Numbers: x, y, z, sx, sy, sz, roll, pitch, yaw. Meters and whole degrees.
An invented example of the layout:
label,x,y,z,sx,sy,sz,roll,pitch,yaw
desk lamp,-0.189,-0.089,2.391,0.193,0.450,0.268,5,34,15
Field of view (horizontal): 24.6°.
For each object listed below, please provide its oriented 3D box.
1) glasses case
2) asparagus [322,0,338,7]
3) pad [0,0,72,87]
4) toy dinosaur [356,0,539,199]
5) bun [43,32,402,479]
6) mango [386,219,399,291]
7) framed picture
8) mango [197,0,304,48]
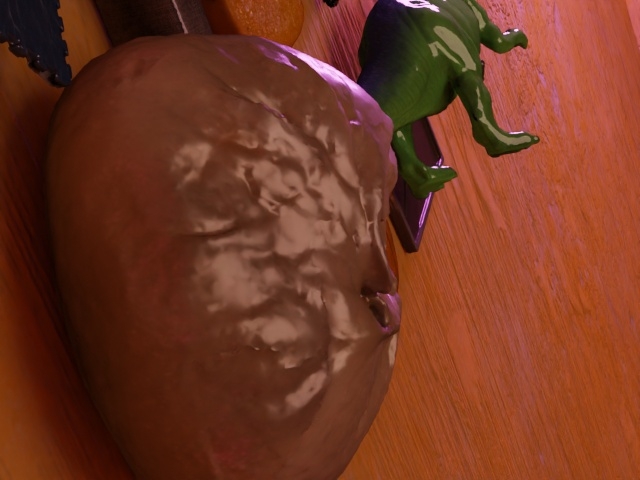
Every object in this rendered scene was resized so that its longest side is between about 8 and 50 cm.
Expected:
label,x,y,z,sx,sy,sz,roll,pitch,yaw
glasses case,-0.147,-0.221,1.106,0.047,0.071,0.204,-52,126,-57
asparagus,0.006,-0.321,1.544,0.030,0.036,0.165,115,-31,-76
pad,-0.247,-0.254,0.906,0.269,0.012,0.269,37,34,-56
toy dinosaur,0.072,-0.245,1.536,0.500,0.144,0.374,14,59,-54
bun,-0.046,0.012,1.041,0.361,0.213,0.361,-11,90,-69
mango,0.000,0.000,1.285,0.147,0.109,0.227,8,70,-40
framed picture,0.096,-0.101,1.664,0.150,0.015,0.203,65,26,-28
mango,-0.099,-0.235,1.186,0.217,0.102,0.141,58,36,-34
